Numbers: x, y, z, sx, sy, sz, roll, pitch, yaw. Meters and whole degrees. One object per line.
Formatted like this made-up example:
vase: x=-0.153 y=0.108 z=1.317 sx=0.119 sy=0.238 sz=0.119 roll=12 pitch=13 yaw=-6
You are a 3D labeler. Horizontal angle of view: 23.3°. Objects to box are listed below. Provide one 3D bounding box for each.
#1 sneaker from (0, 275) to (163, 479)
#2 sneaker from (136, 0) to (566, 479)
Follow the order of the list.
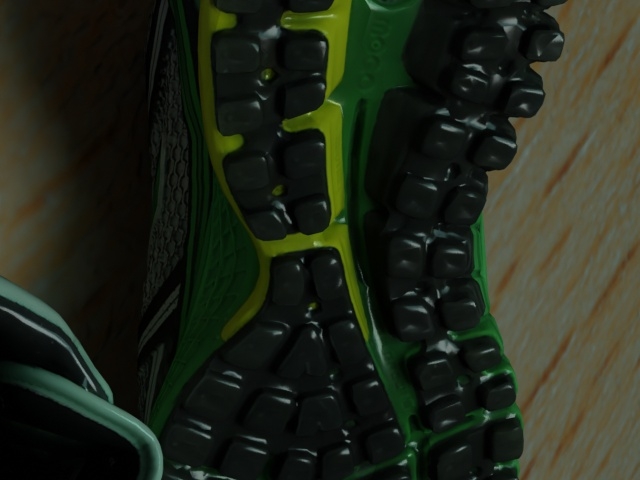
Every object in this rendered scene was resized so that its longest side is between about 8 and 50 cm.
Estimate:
sneaker: x=-0.093 y=0.085 z=0.422 sx=0.094 sy=0.151 sz=0.256 roll=-63 pitch=141 yaw=-25
sneaker: x=0.000 y=0.000 z=0.543 sx=0.134 sy=0.146 sz=0.343 roll=2 pitch=117 yaw=-16
